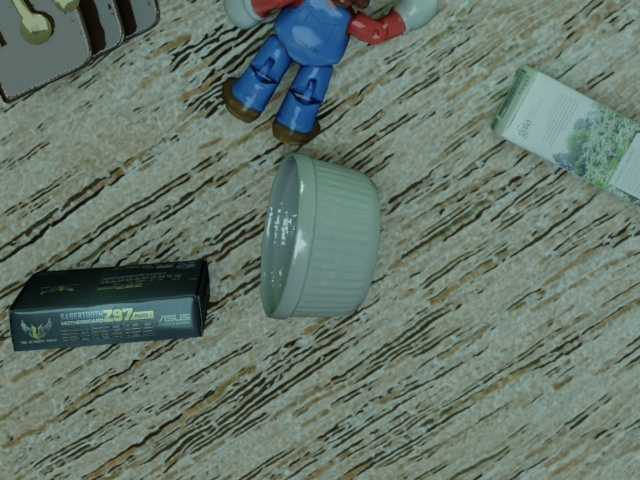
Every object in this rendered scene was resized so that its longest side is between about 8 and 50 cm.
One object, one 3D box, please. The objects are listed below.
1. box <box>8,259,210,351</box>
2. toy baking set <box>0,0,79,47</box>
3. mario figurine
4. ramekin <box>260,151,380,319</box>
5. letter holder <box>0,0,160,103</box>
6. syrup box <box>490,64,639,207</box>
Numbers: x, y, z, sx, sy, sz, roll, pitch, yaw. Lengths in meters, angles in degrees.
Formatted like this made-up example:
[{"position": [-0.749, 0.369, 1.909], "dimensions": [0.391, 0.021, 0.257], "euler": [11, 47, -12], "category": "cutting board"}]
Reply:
[{"position": [-0.257, 0.079, 1.853], "dimensions": [0.233, 0.183, 0.059], "euler": [-5, 104, 1], "category": "box"}, {"position": [-0.374, -0.328, 1.678], "dimensions": [0.197, 0.030, 0.256], "euler": [-4, 103, -7], "category": "toy baking set"}, {"position": [0.011, -0.283, 1.826], "dimensions": [0.198, 0.170, 0.320], "euler": [13, 119, -41], "category": "mario figurine"}, {"position": [0.000, 0.000, 1.835], "dimensions": [0.109, 0.207, 0.207], "euler": [8, 104, -13], "category": "ramekin"}, {"position": [-0.338, -0.350, 1.764], "dimensions": [0.214, 0.152, 0.301], "euler": [-25, 103, 3], "category": "letter holder"}, {"position": [0.341, -0.125, 1.863], "dimensions": [0.237, 0.096, 0.093], "euler": [26, 100, -7], "category": "syrup box"}]
